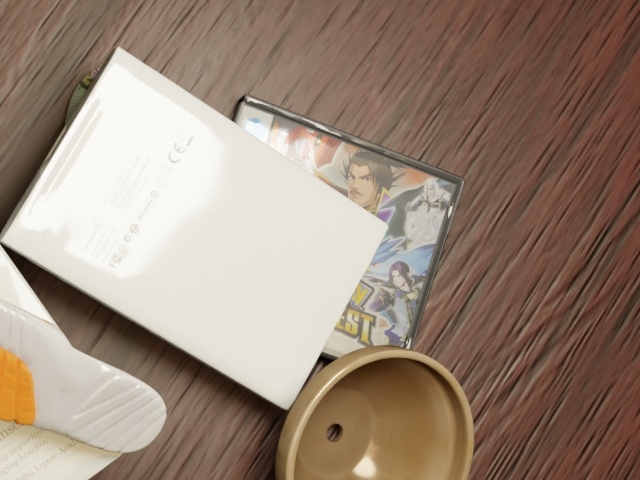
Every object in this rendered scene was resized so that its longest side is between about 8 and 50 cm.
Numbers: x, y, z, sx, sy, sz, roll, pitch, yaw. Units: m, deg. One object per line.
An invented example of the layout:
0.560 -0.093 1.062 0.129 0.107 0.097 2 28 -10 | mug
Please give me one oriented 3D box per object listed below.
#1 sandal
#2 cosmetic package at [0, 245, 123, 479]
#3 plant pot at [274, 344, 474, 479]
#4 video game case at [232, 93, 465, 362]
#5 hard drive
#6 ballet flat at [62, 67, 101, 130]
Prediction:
-0.270 0.127 1.442 0.265 0.076 0.102 32 91 -31 | sandal
-0.383 0.108 1.523 0.217 0.156 0.385 -38 96 -16 | cosmetic package
0.040 0.221 1.631 0.237 0.110 0.237 -7 103 -31 | plant pot
0.000 0.000 1.697 0.275 0.035 0.248 20 80 -12 | video game case
-0.126 -0.008 1.596 0.353 0.047 0.233 33 78 -18 | hard drive
-0.246 -0.081 1.616 0.077 0.079 0.221 18 81 -12 | ballet flat
